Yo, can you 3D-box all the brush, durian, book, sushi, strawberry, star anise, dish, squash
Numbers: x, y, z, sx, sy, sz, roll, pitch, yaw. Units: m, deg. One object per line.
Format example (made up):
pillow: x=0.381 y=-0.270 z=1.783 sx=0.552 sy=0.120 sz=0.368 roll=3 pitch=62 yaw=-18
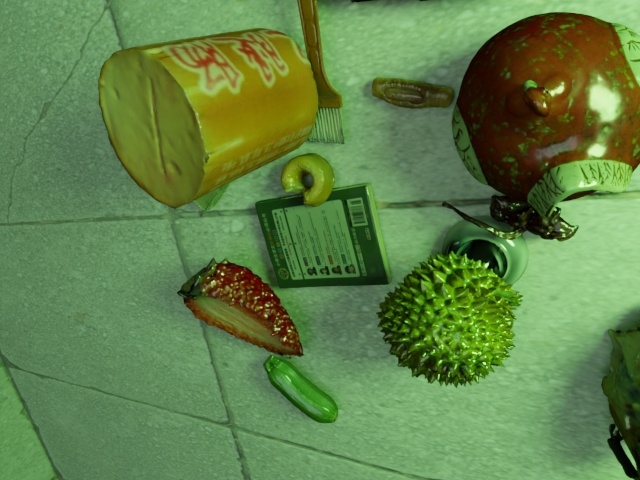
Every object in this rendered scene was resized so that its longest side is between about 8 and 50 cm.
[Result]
brush: x=-0.011 y=-0.315 z=0.714 sx=0.090 sy=0.017 sz=0.314 roll=14 pitch=127 yaw=36
durian: x=0.200 y=0.137 z=0.697 sx=0.200 sy=0.176 sz=0.237 roll=30 pitch=148 yaw=-10
book: x=0.000 y=0.000 z=0.873 sx=0.264 sy=0.027 sz=0.202 roll=-6 pitch=108 yaw=31
sushi: x=0.508 y=0.222 z=0.640 sx=0.131 sy=0.139 sz=0.291 roll=-2 pitch=112 yaw=9
strawberry: x=-0.165 y=0.152 z=0.993 sx=0.306 sy=0.137 sz=0.233 roll=35 pitch=148 yaw=-18
star anise: x=0.284 y=-0.039 z=0.653 sx=0.191 sy=0.097 sz=0.070 roll=23 pitch=105 yaw=20
dish: x=0.264 y=0.037 z=0.710 sx=0.141 sy=0.078 sz=0.141 roll=12 pitch=117 yaw=25
squash: x=-0.050 y=0.360 z=1.033 sx=0.219 sy=0.068 sz=0.077 roll=40 pitch=140 yaw=8

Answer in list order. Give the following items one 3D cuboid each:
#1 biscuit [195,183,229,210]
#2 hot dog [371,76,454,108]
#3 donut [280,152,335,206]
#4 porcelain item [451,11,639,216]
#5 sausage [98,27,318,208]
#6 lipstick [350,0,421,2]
biscuit: x=-0.296 y=-0.194 z=0.945 sx=0.250 sy=0.046 sz=0.147 roll=45 pitch=126 yaw=4
hot dog: x=0.145 y=-0.235 z=0.691 sx=0.137 sy=0.028 sz=0.044 roll=18 pitch=126 yaw=20
donut: x=-0.027 y=-0.118 z=0.814 sx=0.108 sy=0.043 sz=0.097 roll=28 pitch=107 yaw=22
porcelain item: x=0.279 y=-0.154 z=0.528 sx=0.253 sy=0.253 sz=0.253 roll=12 pitch=116 yaw=25
sausage: x=-0.167 y=-0.214 z=0.702 sx=0.233 sy=0.287 sz=0.233 roll=18 pitch=125 yaw=27
lipstick: x=0.132 y=-0.381 z=0.603 sx=0.300 sy=0.081 sz=0.081 roll=13 pitch=117 yaw=30
